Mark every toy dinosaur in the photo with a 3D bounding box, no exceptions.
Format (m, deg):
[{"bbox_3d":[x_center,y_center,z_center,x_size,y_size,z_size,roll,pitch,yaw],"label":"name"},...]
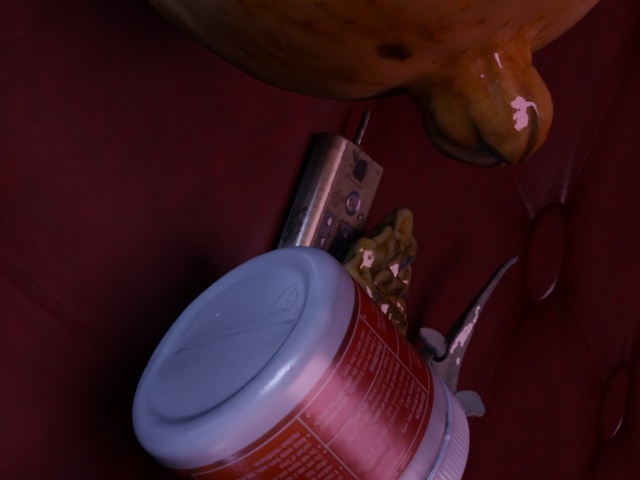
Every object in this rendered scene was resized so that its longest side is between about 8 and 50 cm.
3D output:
[{"bbox_3d":[0.124,0.158,1.148,0.205,0.092,0.393,103,8,-57],"label":"toy dinosaur"}]

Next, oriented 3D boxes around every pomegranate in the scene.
[{"bbox_3d":[0.043,-0.236,0.655,0.410,0.410,0.410,-23,119,-50],"label":"pomegranate"}]

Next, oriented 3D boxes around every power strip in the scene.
[{"bbox_3d":[0.000,0.000,0.994,0.092,0.034,0.268,34,73,-54],"label":"power strip"}]

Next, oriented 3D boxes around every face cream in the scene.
[{"bbox_3d":[-0.016,0.133,0.830,0.187,0.201,0.201,49,59,-26],"label":"face cream"}]

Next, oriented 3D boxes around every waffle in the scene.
[{"bbox_3d":[0.044,0.090,1.028,0.204,0.054,0.223,-48,148,-54],"label":"waffle"}]
